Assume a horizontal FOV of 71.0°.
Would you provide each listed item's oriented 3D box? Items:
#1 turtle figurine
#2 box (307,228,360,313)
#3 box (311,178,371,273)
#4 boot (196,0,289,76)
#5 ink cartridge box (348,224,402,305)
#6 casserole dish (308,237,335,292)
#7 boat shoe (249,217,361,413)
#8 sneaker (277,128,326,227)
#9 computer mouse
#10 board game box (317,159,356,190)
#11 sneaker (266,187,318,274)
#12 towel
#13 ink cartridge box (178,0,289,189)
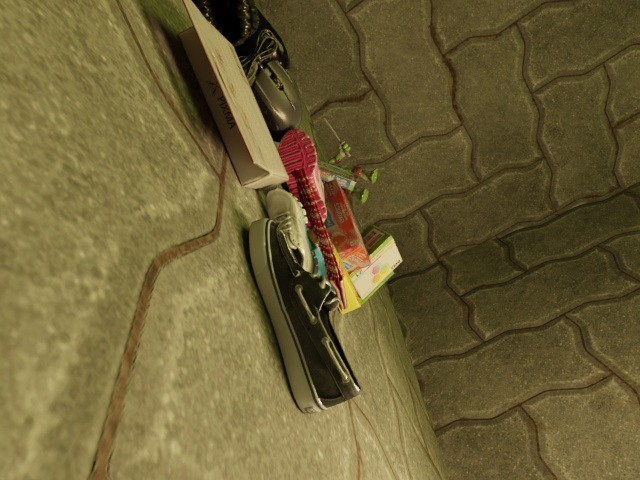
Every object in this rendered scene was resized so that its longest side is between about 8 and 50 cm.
[{"bbox_3d":[0.063,-0.263,1.664,0.197,0.267,0.274,-50,155,-44],"label":"turtle figurine"},{"bbox_3d":[0.031,0.078,1.171,0.087,0.058,0.232,-98,163,-62],"label":"box"},{"bbox_3d":[0.044,-0.036,1.320,0.128,0.123,0.256,56,14,-54],"label":"box"},{"bbox_3d":[-0.186,-0.520,1.118,0.348,0.131,0.260,47,12,-35],"label":"boot"},{"bbox_3d":[0.170,0.106,1.438,0.097,0.189,0.255,33,-19,46],"label":"ink cartridge box"},{"bbox_3d":[-0.015,0.058,1.016,0.188,0.037,0.114,49,20,-61],"label":"casserole dish"},{"bbox_3d":[-0.021,0.094,0.669,0.108,0.102,0.301,45,24,-68],"label":"boat shoe"},{"bbox_3d":[-0.048,-0.160,1.166,0.111,0.103,0.252,-88,168,-81],"label":"sneaker"},{"bbox_3d":[-0.108,-0.350,1.106,0.188,0.072,0.272,-61,148,-24],"label":"computer mouse"},{"bbox_3d":[0.018,-0.234,1.529,0.136,0.201,0.035,-92,-158,-68],"label":"board game box"},{"bbox_3d":[-0.059,-0.013,0.841,0.190,0.072,0.083,68,15,7],"label":"sneaker"},{"bbox_3d":[0.000,0.000,0.961,0.198,0.031,0.274,74,-3,-65],"label":"towel"},{"bbox_3d":[-0.163,-0.240,0.783,0.261,0.066,0.296,-19,86,-81],"label":"ink cartridge box"}]
